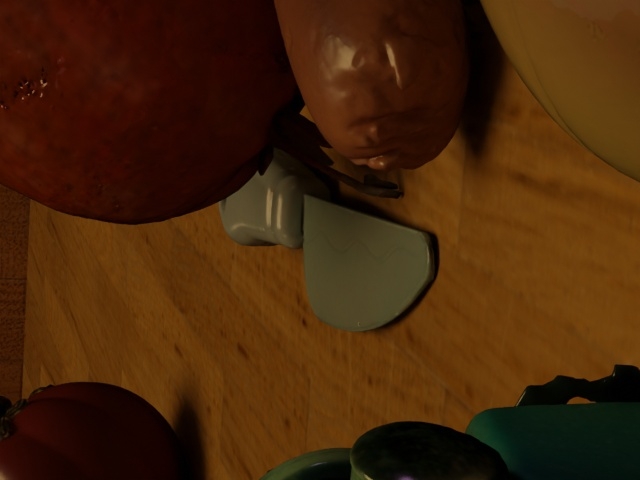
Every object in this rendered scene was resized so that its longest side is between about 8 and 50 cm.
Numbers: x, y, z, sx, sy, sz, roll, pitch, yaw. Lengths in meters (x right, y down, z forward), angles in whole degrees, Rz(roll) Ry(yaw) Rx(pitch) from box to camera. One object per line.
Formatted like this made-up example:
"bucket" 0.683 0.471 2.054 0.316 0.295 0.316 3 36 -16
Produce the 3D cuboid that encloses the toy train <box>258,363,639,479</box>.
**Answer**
"toy train" 0.052 0.144 0.550 0.112 0.163 0.203 -122 34 -62

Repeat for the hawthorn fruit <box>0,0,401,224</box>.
"hawthorn fruit" -0.089 -0.096 0.975 0.211 0.299 0.211 -51 -13 -16

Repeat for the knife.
"knife" 0.000 0.002 1.047 0.331 0.044 0.080 -143 57 -69

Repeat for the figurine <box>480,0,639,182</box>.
"figurine" 0.124 -0.155 0.330 0.222 0.124 0.324 49 119 51

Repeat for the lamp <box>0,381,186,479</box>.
"lamp" -0.199 0.218 1.489 0.227 0.227 0.226 -179 90 -76

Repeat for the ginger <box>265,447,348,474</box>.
"ginger" 0.010 0.147 0.901 0.162 0.073 0.103 -138 52 -73

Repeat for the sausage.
"sausage" 0.013 -0.151 0.899 0.086 0.086 0.289 106 161 -46
